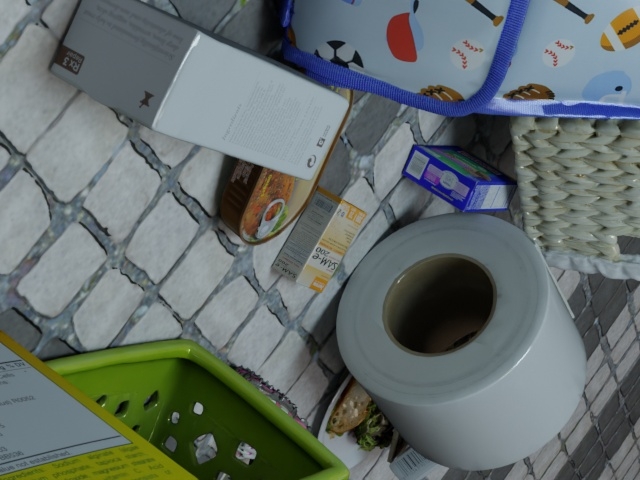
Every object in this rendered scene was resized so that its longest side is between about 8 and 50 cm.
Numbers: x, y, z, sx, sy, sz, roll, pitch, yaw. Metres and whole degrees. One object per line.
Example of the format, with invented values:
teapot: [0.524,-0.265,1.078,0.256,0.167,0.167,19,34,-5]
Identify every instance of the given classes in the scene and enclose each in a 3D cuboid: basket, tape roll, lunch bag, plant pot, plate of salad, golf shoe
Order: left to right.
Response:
plant pot: [-0.150,0.240,1.187,0.228,0.227,0.207,-3,124,-56]
golf shoe: [-0.066,0.199,1.425,0.086,0.067,0.186,-50,149,-14]
plate of salad: [0.068,0.211,1.659,0.200,0.048,0.199,-37,143,-35]
tape roll: [0.159,0.113,1.488,0.246,0.246,0.169,-52,139,-13]
lunch bag: [0.173,-0.282,1.147,0.386,0.239,0.327,3,120,-18]
basket: [0.401,-0.149,1.493,0.266,0.328,0.331,64,41,-51]

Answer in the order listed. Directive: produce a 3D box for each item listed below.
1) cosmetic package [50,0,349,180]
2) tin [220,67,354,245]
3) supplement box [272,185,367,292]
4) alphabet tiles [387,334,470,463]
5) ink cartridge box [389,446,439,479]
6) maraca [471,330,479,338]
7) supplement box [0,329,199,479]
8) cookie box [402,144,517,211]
cosmetic package: [-0.088,-0.122,1.056,0.231,0.117,0.085,16,102,-61]
tin: [-0.032,-0.079,1.232,0.106,0.040,0.189,-14,138,-48]
supplement box: [0.000,0.000,1.377,0.098,0.036,0.062,-60,150,2]
alphabet tiles: [0.149,0.184,1.744,0.237,0.009,0.198,-43,149,-52]
ink cartridge box: [0.207,0.205,1.676,0.208,0.045,0.206,-32,169,-49]
maraca: [0.248,0.127,1.775,0.099,0.127,0.186,-23,157,11]
supplement box: [-0.215,0.234,0.937,0.194,0.357,0.195,-4,120,-55]
cookie box: [0.159,-0.071,1.502,0.107,0.092,0.040,-4,123,-56]
